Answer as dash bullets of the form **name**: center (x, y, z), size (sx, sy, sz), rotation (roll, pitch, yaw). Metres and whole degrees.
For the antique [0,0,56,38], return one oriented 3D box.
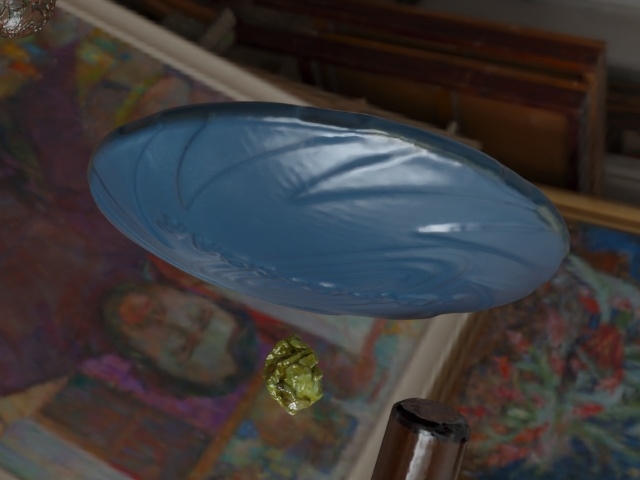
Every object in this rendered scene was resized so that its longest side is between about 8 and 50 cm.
- **antique**: center (-0.359, -0.284, 1.407), size (0.104, 0.104, 0.104), rotation (-44, 141, -50)

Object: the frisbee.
- **frisbee**: center (0.000, 0.005, 0.714), size (0.289, 0.289, 0.049), rotation (53, 44, -61)

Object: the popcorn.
- **popcorn**: center (-0.030, 0.140, 1.260), size (0.068, 0.059, 0.083), rotation (103, -27, -66)

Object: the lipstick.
- **lipstick**: center (0.027, 0.275, 0.800), size (0.057, 0.057, 0.357), rotation (-13, 121, -64)
